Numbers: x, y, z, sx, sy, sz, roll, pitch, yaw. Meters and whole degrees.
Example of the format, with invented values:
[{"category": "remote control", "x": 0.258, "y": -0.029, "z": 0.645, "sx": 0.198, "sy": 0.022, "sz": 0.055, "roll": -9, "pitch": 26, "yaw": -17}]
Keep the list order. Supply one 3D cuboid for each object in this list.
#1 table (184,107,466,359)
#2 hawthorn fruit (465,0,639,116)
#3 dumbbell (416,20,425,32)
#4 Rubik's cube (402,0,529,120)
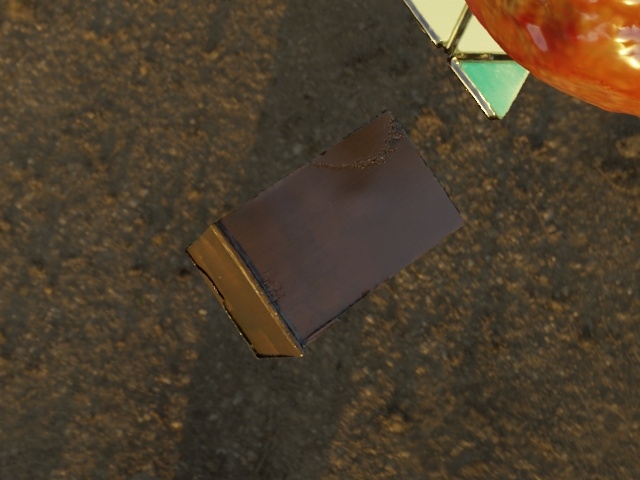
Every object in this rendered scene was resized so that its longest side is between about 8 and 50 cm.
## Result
[{"category": "table", "x": 0.000, "y": 0.000, "z": 1.314, "sx": 0.282, "sy": 0.250, "sz": 0.196, "roll": -35, "pitch": 91, "yaw": -17}, {"category": "hawthorn fruit", "x": 0.171, "y": -0.163, "z": 0.517, "sx": 0.224, "sy": 0.224, "sz": 0.261, "roll": -18, "pitch": 47, "yaw": 16}, {"category": "dumbbell", "x": 0.196, "y": -0.390, "z": 1.390, "sx": 0.110, "sy": 0.254, "sz": 0.110, "roll": 0, "pitch": 52, "yaw": 0}, {"category": "Rubik's cube", "x": 0.129, "y": -0.326, "z": 0.970, "sx": 0.234, "sy": 0.284, "sz": 0.250, "roll": 14, "pitch": 54, "yaw": -9}]
